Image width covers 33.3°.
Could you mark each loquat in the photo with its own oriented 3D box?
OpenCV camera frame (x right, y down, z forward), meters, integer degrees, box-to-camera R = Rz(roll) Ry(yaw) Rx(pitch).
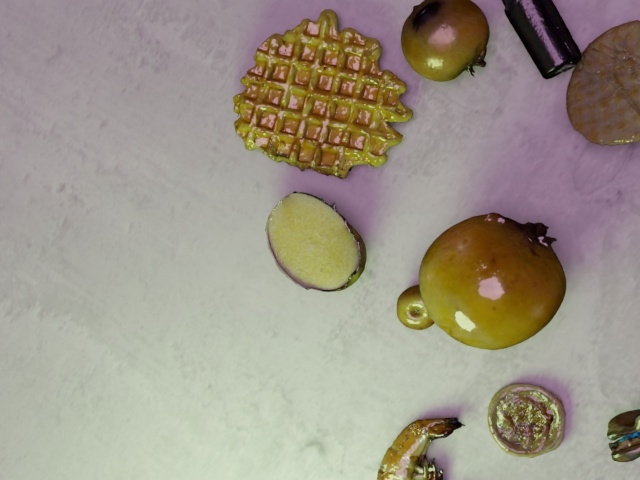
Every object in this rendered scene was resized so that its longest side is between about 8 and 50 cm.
[{"bbox_3d":[0.286,0.062,1.760,0.244,0.244,0.244,1,92,16],"label":"loquat"},{"bbox_3d":[0.212,-0.344,1.815,0.163,0.137,0.163,0,79,1],"label":"loquat"}]

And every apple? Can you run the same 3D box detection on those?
[{"bbox_3d":[0.172,0.117,1.874,0.084,0.071,0.084,0,92,16],"label":"apple"}]

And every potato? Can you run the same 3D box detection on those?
[{"bbox_3d":[0.000,0.000,1.917,0.200,0.081,0.164,41,110,14],"label":"potato"}]

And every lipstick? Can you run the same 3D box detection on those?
[{"bbox_3d":[0.341,-0.413,1.804,0.081,0.081,0.300,-28,83,15],"label":"lipstick"}]

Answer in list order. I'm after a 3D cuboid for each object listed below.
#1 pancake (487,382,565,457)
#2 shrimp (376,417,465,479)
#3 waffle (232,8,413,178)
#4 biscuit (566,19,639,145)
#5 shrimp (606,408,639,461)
[{"bbox_3d":[0.356,0.313,1.854,0.139,0.022,0.139,1,93,16],"label":"pancake"},{"bbox_3d":[0.242,0.423,1.873,0.290,0.054,0.222,13,95,19],"label":"shrimp"},{"bbox_3d":[-0.001,-0.241,1.918,0.307,0.060,0.312,-43,79,14],"label":"waffle"},{"bbox_3d":[0.493,-0.256,1.743,0.220,0.033,0.220,-18,63,41],"label":"biscuit"},{"bbox_3d":[0.691,0.307,1.727,0.445,0.110,0.221,-5,99,12],"label":"shrimp"}]
